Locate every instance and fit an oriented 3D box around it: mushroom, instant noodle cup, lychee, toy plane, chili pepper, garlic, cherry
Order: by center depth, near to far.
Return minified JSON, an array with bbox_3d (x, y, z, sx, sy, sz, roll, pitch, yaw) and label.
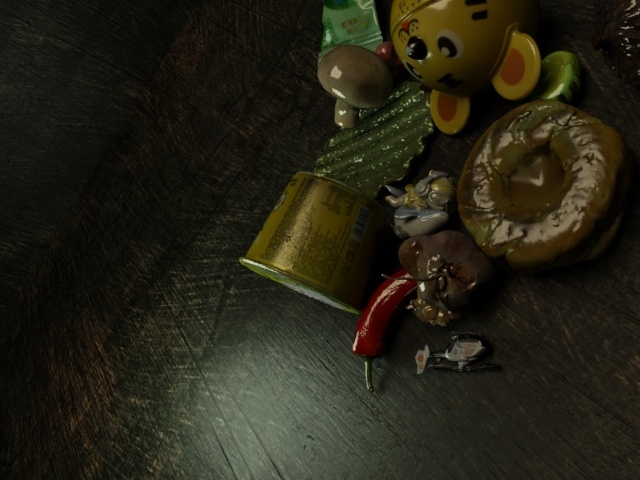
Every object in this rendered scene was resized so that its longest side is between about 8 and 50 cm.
[{"bbox_3d":[0.633,-0.418,1.296,0.300,0.300,0.300,-27,49,36],"label":"lychee"},{"bbox_3d":[0.277,0.231,1.469,0.197,0.053,0.078,-13,67,39],"label":"toy plane"},{"bbox_3d":[0.226,0.093,1.469,0.207,0.256,0.207,29,131,40],"label":"garlic"},{"bbox_3d":[0.169,0.156,1.612,0.137,0.092,0.368,40,101,39],"label":"chili pepper"},{"bbox_3d":[0.000,0.000,1.704,0.325,0.325,0.254,13,78,51],"label":"instant noodle cup"},{"bbox_3d":[0.095,-0.424,1.923,0.206,0.209,0.206,-2,63,3],"label":"mushroom"},{"bbox_3d":[0.192,-0.506,1.987,0.126,0.106,0.087,-20,58,42],"label":"cherry"}]

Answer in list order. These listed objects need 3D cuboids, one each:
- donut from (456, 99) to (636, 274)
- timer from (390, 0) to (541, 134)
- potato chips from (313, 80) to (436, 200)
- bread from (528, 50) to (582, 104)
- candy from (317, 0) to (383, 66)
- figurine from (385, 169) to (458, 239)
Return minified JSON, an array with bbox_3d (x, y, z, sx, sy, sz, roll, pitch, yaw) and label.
[{"bbox_3d":[0.440,-0.112,1.411,0.360,0.170,0.360,-21,57,35],"label":"donut"},{"bbox_3d":[0.335,-0.464,1.634,0.376,0.376,0.387,-15,83,43],"label":"timer"},{"bbox_3d":[0.131,-0.241,1.919,0.429,0.070,0.359,-21,49,38],"label":"potato chips"},{"bbox_3d":[0.510,-0.341,1.549,0.130,0.071,0.139,-32,44,28],"label":"bread"},{"bbox_3d":[0.089,-0.738,2.216,0.262,0.172,0.398,-11,72,49],"label":"candy"},{"bbox_3d":[0.234,-0.084,1.660,0.184,0.128,0.208,-54,33,5],"label":"figurine"}]
